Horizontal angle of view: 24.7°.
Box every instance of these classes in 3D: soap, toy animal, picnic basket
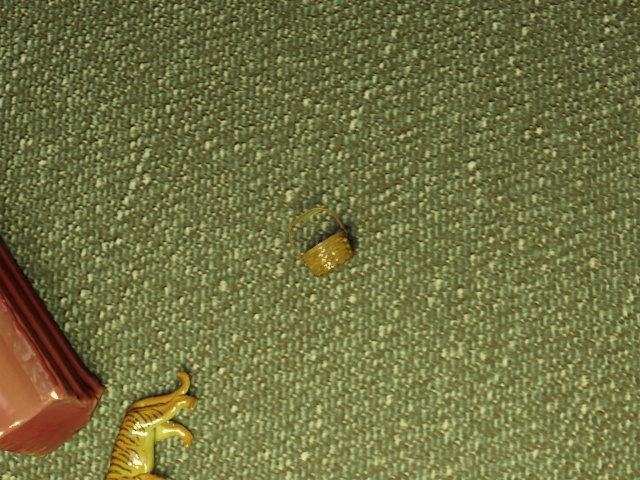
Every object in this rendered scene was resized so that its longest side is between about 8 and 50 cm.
[{"bbox_3d":[-0.423,0.091,1.835,0.128,0.233,0.359,-35,76,0],"label":"soap"},{"bbox_3d":[-0.224,0.278,1.856,0.099,0.057,0.241,13,79,10],"label":"toy animal"},{"bbox_3d":[0.000,0.000,1.886,0.072,0.072,0.083,-32,88,-1],"label":"picnic basket"}]
